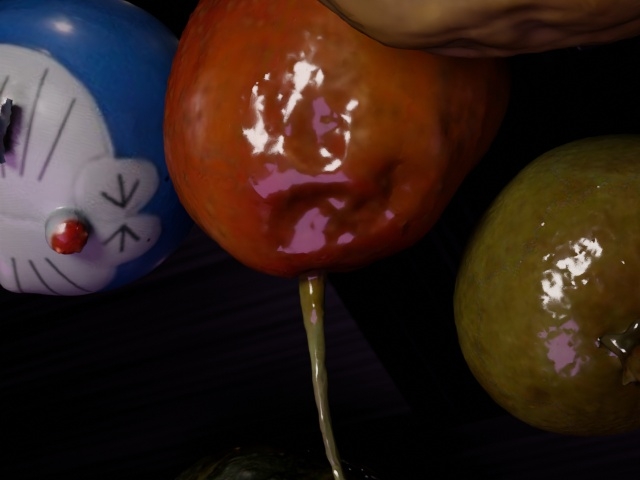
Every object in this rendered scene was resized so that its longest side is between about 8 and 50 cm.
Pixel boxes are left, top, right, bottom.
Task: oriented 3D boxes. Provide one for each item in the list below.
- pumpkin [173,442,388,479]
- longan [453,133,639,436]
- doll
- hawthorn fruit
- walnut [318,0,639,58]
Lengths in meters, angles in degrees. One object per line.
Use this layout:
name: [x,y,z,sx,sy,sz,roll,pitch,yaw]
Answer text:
pumpkin: [-0.012,0.227,1.081,0.238,0.159,0.238,15,125,22]
longan: [0.143,0.026,0.854,0.145,0.176,0.155,21,106,-15]
doll: [-0.183,-0.068,0.939,0.256,0.161,0.215,13,114,17]
hawthorn fruit: [0.000,0.000,0.846,0.165,0.165,0.285,4,83,21]
walnut: [0.076,-0.185,0.694,0.257,0.257,0.225,-12,86,31]
